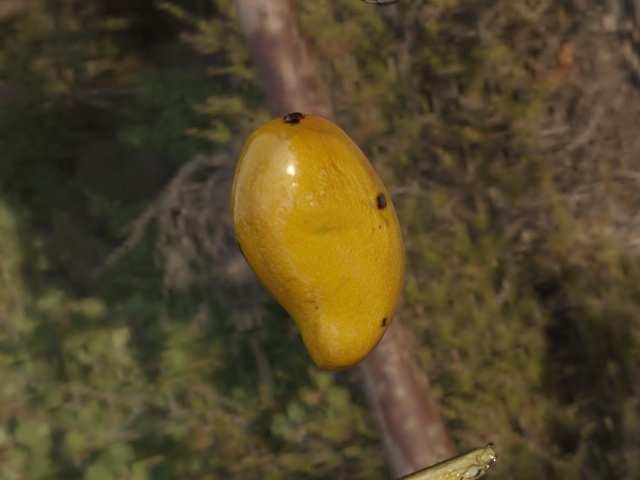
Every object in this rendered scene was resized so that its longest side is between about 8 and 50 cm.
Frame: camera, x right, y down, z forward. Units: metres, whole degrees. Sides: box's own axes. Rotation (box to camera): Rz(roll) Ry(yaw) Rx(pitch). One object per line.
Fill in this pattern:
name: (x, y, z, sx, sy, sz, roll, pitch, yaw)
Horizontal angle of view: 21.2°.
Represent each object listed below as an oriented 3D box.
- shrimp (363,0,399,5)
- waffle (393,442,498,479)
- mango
shrimp: (0.015, -0.219, 1.054, 0.126, 0.047, 0.223, 49, 167, 16)
waffle: (0.028, 0.166, 0.831, 0.023, 0.152, 0.097, -117, 6, -81)
mango: (-0.002, -0.002, 1.670, 0.109, 0.157, 0.262, 33, 143, 61)
